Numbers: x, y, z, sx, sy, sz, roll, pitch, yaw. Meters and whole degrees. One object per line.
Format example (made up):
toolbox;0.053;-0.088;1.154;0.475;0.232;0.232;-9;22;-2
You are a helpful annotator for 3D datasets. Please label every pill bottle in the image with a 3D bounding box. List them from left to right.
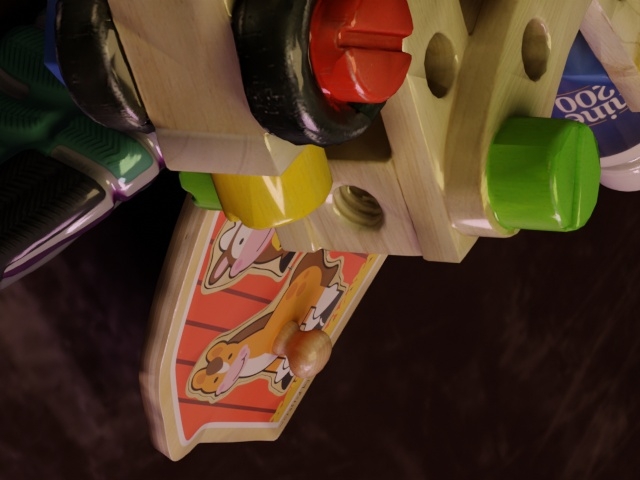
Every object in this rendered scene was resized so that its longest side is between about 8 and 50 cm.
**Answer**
pill bottle;0.107;-0.071;0.787;0.067;0.067;0.120;-50;138;-7

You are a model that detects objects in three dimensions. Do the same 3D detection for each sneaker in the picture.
sneaker;-0.039;-0.052;0.659;0.224;0.083;0.098;-47;142;-10

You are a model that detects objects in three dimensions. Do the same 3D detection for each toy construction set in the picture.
toy construction set;-0.003;-0.130;0.511;0.215;0.151;0.328;-50;118;-42

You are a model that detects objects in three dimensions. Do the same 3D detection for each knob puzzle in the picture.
knob puzzle;0.000;0.000;0.706;0.213;0.030;0.213;-48;159;-25
